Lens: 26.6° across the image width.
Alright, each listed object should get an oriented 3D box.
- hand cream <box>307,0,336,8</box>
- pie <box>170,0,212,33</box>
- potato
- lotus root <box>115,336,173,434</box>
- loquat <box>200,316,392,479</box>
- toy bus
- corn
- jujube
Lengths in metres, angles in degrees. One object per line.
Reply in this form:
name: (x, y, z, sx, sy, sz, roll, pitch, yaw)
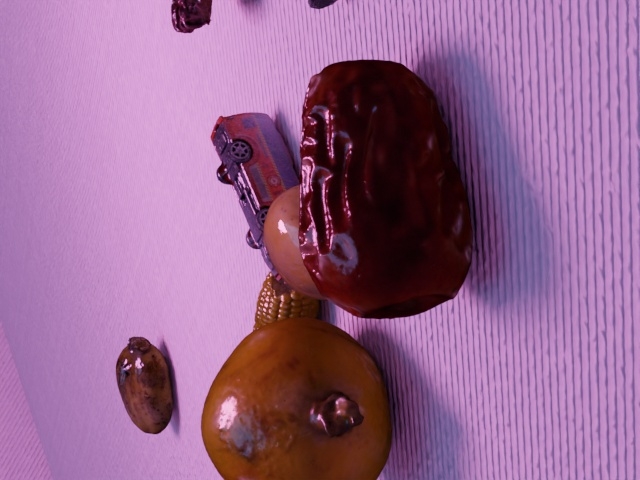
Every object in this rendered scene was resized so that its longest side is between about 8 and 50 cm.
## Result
hand cream: (-0.043, -0.331, 1.328, 0.234, 0.080, 0.050, 64, 148, 16)
pie: (-0.140, -0.336, 1.479, 0.218, 0.054, 0.204, 103, 169, -84)
potato: (0.000, 0.000, 1.376, 0.178, 0.119, 0.109, 109, 178, -73)
lotus root: (-0.287, 0.235, 2.215, 0.080, 0.089, 0.179, -61, -32, -58)
loquat: (-0.018, 0.184, 1.413, 0.246, 0.213, 0.213, -25, 80, 66)
toy bus: (-0.060, -0.053, 1.521, 0.192, 0.077, 0.065, 66, 154, 17)
corn: (-0.045, 0.128, 1.594, 0.080, 0.080, 0.238, 54, 150, 42)
jujube: (0.052, -0.045, 1.185, 0.155, 0.155, 0.230, 170, 96, -67)
